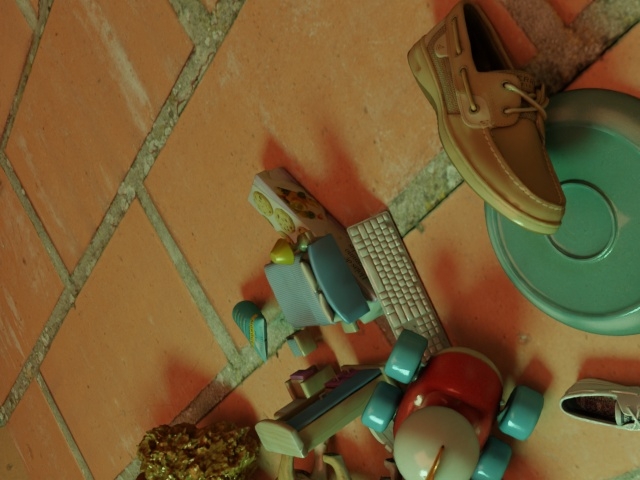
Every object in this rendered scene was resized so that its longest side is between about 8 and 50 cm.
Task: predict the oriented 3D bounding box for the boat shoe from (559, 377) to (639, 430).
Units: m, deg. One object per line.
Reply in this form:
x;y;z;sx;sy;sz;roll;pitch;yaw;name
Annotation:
0.386;0.210;1.011;0.184;0.063;0.066;9;111;46;boat shoe

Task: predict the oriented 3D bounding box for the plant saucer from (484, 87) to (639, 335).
0.326;-0.027;1.004;0.317;0.043;0.318;19;118;42;plant saucer

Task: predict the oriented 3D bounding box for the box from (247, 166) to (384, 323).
0.000;0.000;1.358;0.324;0.063;0.067;46;136;26;box

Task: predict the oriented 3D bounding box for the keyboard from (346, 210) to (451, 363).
0.124;0.083;1.251;0.256;0.072;0.014;66;166;6;keyboard

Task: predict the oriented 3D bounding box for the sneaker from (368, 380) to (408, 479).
0.169;0.313;1.278;0.228;0.086;0.132;42;130;30;sneaker

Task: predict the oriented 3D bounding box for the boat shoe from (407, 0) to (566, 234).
0.209;-0.158;0.974;0.110;0.121;0.341;-49;49;35;boat shoe

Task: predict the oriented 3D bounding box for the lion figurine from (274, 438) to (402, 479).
0.013;0.477;1.430;0.392;0.142;0.240;179;94;-65;lion figurine

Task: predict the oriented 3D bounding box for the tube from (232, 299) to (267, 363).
-0.121;0.159;1.493;0.207;0.052;0.080;-151;52;-72;tube

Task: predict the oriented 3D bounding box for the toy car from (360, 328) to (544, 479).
0.156;0.281;1.105;0.219;0.238;0.210;26;123;9;toy car

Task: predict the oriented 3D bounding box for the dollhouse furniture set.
-0.068;0.159;1.323;0.286;0.198;0.303;-17;100;61;dollhouse furniture set

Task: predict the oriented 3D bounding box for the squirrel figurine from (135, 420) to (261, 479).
-0.247;0.573;1.669;0.370;0.281;0.397;14;105;57;squirrel figurine
